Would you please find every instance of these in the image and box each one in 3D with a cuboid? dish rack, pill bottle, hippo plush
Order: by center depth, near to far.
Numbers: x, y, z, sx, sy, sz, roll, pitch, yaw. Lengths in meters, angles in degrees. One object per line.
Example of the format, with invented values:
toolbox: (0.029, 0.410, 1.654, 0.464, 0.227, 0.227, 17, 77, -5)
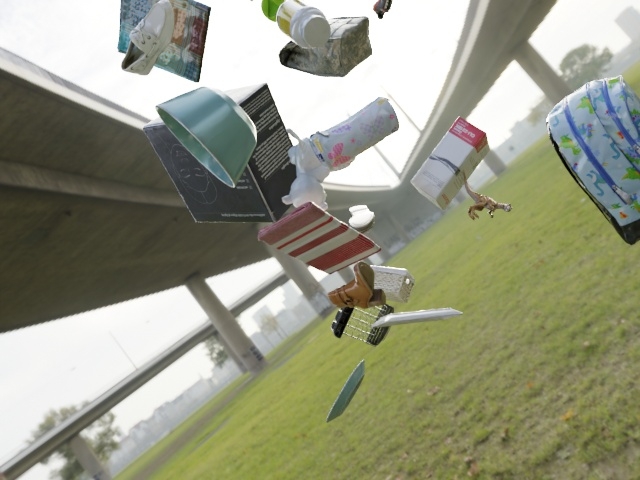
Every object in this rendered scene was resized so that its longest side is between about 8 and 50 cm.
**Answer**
pill bottle: (-0.041, -0.561, 1.419, 0.103, 0.103, 0.184, -39, 39, 3)
hippo plush: (-0.002, -0.208, 1.790, 0.234, 0.236, 0.294, 5, -3, -2)
dish rack: (0.186, 0.325, 2.236, 0.208, 0.271, 0.074, -65, 26, 1)

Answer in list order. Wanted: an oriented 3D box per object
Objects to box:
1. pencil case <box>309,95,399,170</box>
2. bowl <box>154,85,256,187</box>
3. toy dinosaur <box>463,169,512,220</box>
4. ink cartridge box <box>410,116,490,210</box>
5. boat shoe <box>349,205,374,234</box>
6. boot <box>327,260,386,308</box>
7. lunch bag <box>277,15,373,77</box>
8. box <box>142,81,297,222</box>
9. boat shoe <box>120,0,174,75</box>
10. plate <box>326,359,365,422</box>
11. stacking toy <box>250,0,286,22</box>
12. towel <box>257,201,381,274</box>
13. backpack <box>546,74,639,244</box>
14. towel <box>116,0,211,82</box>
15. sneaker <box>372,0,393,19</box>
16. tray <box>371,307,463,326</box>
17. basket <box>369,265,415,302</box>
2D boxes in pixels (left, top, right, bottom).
pencil case: (0.100, -0.319, 1.625, 0.273, 0.124, 0.113, -30, 13, -3)
bowl: (-0.302, -0.318, 1.561, 0.163, 0.311, 0.311, -46, -4, -9)
toy dinosaur: (0.513, -0.126, 1.751, 0.112, 0.211, 0.064, -50, -32, -5)
ink cartridge box: (0.449, -0.257, 1.873, 0.273, 0.114, 0.197, -55, -21, 6)
boat shoe: (0.183, -0.074, 2.379, 0.112, 0.095, 0.335, -13, 16, 5)
boot: (0.089, 0.141, 1.583, 0.152, 0.197, 0.073, -9, 44, 24)
lunch bag: (0.011, -0.709, 1.983, 0.235, 0.287, 0.169, -48, -41, -41)
box: (-0.374, -0.338, 2.220, 0.480, 0.471, 0.297, 2, 37, 36)
boat shoe: (-0.543, -0.622, 1.695, 0.096, 0.098, 0.277, -21, -21, -50)
plate: (0.074, 0.395, 1.416, 0.188, 0.024, 0.188, -53, -17, -23)
stacking toy: (-0.201, -1.148, 2.417, 0.279, 0.309, 0.130, -38, 23, 51)
towel: (0.000, 0.000, 1.708, 0.237, 0.037, 0.329, -27, -41, 36)
backpack: (0.713, -0.218, 1.328, 0.290, 0.355, 0.273, -47, -5, -44)
towel: (-0.556, -0.735, 1.902, 0.040, 0.370, 0.271, -39, -29, -56)
sneaker: (0.237, -0.836, 1.914, 0.061, 0.065, 0.158, -16, -9, -18)
tray: (0.312, 0.250, 1.779, 0.270, 0.030, 0.145, -4, -13, -15)
basket: (0.272, 0.173, 2.155, 0.113, 0.167, 0.103, 45, -123, -50)
